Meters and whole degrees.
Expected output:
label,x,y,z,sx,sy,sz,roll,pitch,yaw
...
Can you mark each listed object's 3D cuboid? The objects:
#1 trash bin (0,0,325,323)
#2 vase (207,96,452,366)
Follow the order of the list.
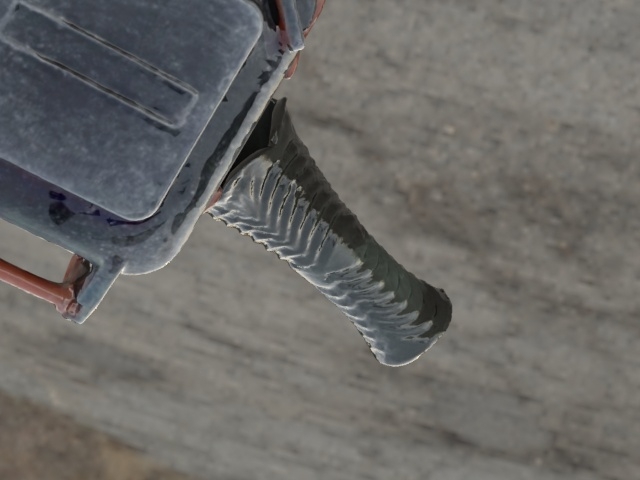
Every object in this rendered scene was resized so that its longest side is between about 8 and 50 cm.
label,x,y,z,sx,sy,sz,roll,pitch,yaw
trash bin,-0.121,-0.095,0.754,0.161,0.184,0.238,27,-170,-23
vase,0.000,0.000,1.280,0.115,0.115,0.237,-5,139,47
